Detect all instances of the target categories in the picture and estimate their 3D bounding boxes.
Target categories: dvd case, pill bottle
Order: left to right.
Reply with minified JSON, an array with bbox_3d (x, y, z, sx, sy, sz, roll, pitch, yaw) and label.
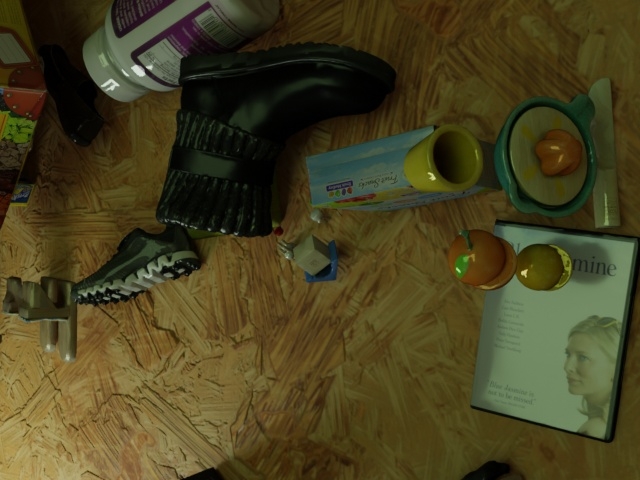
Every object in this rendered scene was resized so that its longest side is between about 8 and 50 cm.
[{"bbox_3d":[-0.227,-0.339,1.186,0.302,0.169,0.169,-23,77,29],"label":"pill bottle"},{"bbox_3d":[0.291,0.109,0.949,0.180,0.022,0.252,9,93,31],"label":"dvd case"}]

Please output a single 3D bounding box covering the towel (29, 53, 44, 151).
[{"bbox_3d":[-0.583,-0.286,1.420,0.282,0.049,0.187,38,118,46],"label":"towel"}]

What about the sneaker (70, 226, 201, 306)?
[{"bbox_3d":[-0.317,0.036,1.275,0.234,0.078,0.106,-21,67,11],"label":"sneaker"}]

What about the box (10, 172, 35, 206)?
[{"bbox_3d":[-0.644,-0.131,1.499,0.169,0.059,0.054,35,109,27],"label":"box"}]

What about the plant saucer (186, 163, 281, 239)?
[{"bbox_3d":[-0.159,-0.105,1.212,0.188,0.045,0.188,-8,85,31],"label":"plant saucer"}]

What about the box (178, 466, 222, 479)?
[{"bbox_3d":[-0.248,0.472,1.125,0.143,0.270,0.165,48,112,23],"label":"box"}]

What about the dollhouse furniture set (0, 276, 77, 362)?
[{"bbox_3d":[-0.670,0.193,1.352,0.394,0.362,0.256,1,91,57],"label":"dollhouse furniture set"}]

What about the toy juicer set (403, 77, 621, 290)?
[{"bbox_3d":[0.260,-0.056,0.831,0.089,0.329,0.209,-15,95,62],"label":"toy juicer set"}]

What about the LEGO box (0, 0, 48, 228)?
[{"bbox_3d":[-0.664,-0.309,1.327,0.372,0.193,0.500,-53,51,39],"label":"LEGO box"}]

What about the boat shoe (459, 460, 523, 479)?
[{"bbox_3d":[0.233,0.459,0.933,0.158,0.127,0.340,-36,63,32],"label":"boat shoe"}]

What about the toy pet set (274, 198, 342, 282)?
[{"bbox_3d":[0.000,0.000,1.120,0.122,0.065,0.114,-39,36,22],"label":"toy pet set"}]

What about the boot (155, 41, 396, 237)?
[{"bbox_3d":[-0.066,-0.130,1.077,0.348,0.131,0.260,2,81,25],"label":"boot"}]

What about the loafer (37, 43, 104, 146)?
[{"bbox_3d":[-0.446,-0.275,1.379,0.078,0.080,0.220,-30,74,10],"label":"loafer"}]

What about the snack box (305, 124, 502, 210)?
[{"bbox_3d":[0.111,-0.084,0.952,0.175,0.207,0.070,-10,86,33],"label":"snack box"}]
